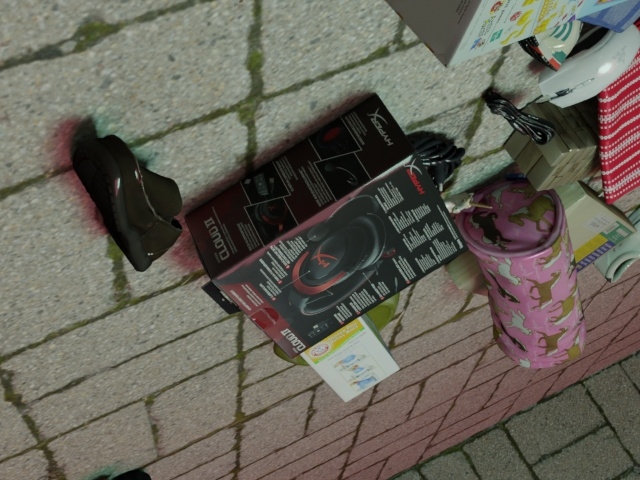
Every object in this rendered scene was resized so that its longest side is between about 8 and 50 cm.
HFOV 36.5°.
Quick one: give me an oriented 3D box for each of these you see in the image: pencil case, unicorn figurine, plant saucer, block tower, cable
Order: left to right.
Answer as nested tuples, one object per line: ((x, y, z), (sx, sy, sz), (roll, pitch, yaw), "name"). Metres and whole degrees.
((0.037, 0.146, 1.626), (0.241, 0.037, 0.241), (-25, 157, -12), "plant saucer")
((0.111, -0.076, 1.252), (0.150, 0.047, 0.184), (-41, 153, 27), "cable")
((0.153, -0.025, 1.387), (0.111, 0.060, 0.162), (-16, 163, -24), "unicorn figurine")
((0.326, 0.062, 1.539), (0.160, 0.167, 0.386), (-16, 142, 11), "pencil case")
((0.415, -0.156, 1.397), (0.335, 0.091, 0.097), (-13, 151, -33), "block tower")

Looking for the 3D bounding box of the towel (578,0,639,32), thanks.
((0.358, -0.342, 0.994), (0.209, 0.034, 0.285), (-1, 138, -48), "towel")

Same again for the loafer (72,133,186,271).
((-0.180, -0.046, 0.950), (0.078, 0.080, 0.220), (-35, 163, -14), "loafer")

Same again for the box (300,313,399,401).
((0.023, 0.138, 1.450), (0.103, 0.114, 0.203), (-32, 144, 3), "box")

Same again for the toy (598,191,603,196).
((0.567, -0.162, 1.609), (0.137, 0.056, 0.237), (-18, 159, -35), "toy")

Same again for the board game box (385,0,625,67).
((0.180, -0.270, 0.781), (0.275, 0.142, 0.144), (-24, 156, -32), "board game box")

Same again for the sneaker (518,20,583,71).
((0.252, -0.249, 1.079), (0.075, 0.057, 0.161), (-53, 151, 8), "sneaker")

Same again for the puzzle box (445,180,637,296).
((0.419, 0.014, 1.794), (0.272, 0.052, 0.409), (-39, 155, 18), "puzzle box")

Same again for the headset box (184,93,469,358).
((0.000, 0.000, 1.138), (0.293, 0.110, 0.218), (-33, 141, 5), "headset box")

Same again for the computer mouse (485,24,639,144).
((0.305, -0.194, 1.183), (0.106, 0.042, 0.193), (35, 123, -27), "computer mouse")

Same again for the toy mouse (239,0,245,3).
((-0.006, -0.253, 0.778), (0.143, 0.031, 0.161), (-8, 148, -41), "toy mouse")

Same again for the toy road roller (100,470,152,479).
((-0.429, 0.560, 1.722), (0.329, 0.202, 0.240), (-45, 141, 20), "toy road roller")

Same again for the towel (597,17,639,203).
((0.448, -0.195, 1.281), (0.199, 0.031, 0.275), (-29, 132, -14), "towel")

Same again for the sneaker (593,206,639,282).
((0.669, -0.011, 1.987), (0.094, 0.091, 0.258), (-4, 146, -46), "sneaker")
